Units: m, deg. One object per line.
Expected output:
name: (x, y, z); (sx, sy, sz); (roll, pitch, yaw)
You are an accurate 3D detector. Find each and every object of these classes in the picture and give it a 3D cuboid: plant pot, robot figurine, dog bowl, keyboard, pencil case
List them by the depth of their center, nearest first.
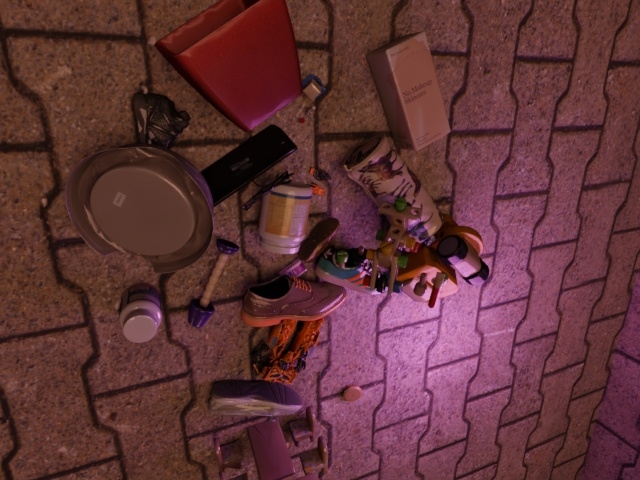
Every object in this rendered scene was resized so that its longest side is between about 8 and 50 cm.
plant pot: (-0.198, -0.427, 0.978); (0.267, 0.267, 0.235); (-37, 131, -7)
dog bowl: (-0.434, -0.083, 1.009); (0.349, 0.102, 0.348); (0, 122, 0)
keyboard: (-0.198, -0.179, 1.112); (0.317, 0.201, 0.033); (-36, 157, -6)
pencil case: (0.236, -0.153, 1.302); (0.410, 0.160, 0.183); (45, 74, -29)
robot figurine: (-0.112, 0.372, 1.381); (0.211, 0.085, 0.290); (20, 99, -27)

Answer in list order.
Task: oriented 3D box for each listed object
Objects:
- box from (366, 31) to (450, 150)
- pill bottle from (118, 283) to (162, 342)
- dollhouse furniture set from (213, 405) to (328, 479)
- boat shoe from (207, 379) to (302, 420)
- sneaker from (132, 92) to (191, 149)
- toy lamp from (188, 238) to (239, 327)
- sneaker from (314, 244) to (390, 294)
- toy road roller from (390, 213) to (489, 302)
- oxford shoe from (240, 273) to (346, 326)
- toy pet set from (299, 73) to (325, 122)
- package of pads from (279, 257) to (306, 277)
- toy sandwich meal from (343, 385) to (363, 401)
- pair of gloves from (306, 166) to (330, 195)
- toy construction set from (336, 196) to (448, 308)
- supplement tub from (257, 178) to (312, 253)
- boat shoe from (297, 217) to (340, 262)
box: (0.273, -0.450, 1.233); (0.148, 0.121, 0.311); (-32, 117, -9)
pill bottle: (-0.494, 0.200, 1.104); (0.108, 0.180, 0.107); (-8, 111, -20)
dollhouse furniture set: (-0.143, 0.742, 1.316); (0.363, 0.394, 0.256); (-10, 121, -19)
boat shoe: (-0.221, 0.560, 1.390); (0.321, 0.118, 0.103); (12, 109, -22)
sneaker: (-0.397, -0.261, 1.036); (0.131, 0.087, 0.227); (-6, 105, -14)
toy lamp: (-0.329, 0.133, 1.209); (0.080, 0.080, 0.274); (18, 100, -27)
sneaker: (0.136, 0.098, 1.362); (0.303, 0.108, 0.121); (15, 123, -25)
toy road roller: (0.427, 0.057, 1.465); (0.330, 0.240, 0.203); (-32, 125, 33)
oxford shoe: (-0.069, 0.175, 1.279); (0.364, 0.130, 0.132); (-10, 130, -28)
toy pet set: (-0.053, -0.424, 1.154); (0.114, 0.065, 0.122); (-33, 121, 31)
package of pads: (-0.090, 0.101, 1.325); (0.083, 0.032, 0.050); (-37, 122, -7)
toy sandwich meal: (0.129, 0.606, 1.600); (0.086, 0.029, 0.085); (-5, 114, -10)
pair of gloves: (-0.011, -0.186, 1.270); (0.074, 0.010, 0.083); (14, 99, -25)
toy construction set: (0.241, 0.022, 1.163); (0.258, 0.309, 0.237); (-30, 141, -28)
supplement tub: (-0.109, -0.073, 1.192); (0.145, 0.144, 0.199); (4, 107, -24)
boat shoe: (0.000, 0.001, 1.318); (0.178, 0.064, 0.060); (-49, 149, 1)
